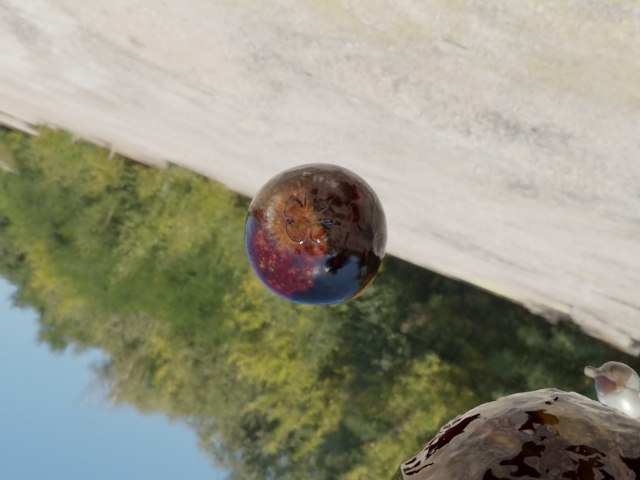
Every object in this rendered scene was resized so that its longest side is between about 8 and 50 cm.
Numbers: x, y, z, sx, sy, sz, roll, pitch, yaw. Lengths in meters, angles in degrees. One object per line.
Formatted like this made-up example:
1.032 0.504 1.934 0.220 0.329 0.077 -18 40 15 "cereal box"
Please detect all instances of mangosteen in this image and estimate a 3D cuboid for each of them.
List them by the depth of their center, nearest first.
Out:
0.007 -0.006 1.003 0.146 0.156 0.181 -28 160 22 "mangosteen"

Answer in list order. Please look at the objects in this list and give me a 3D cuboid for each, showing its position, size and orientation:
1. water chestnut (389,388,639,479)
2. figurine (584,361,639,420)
0.140 0.278 0.599 0.335 0.347 0.335 54 -174 -9 "water chestnut"
0.328 0.176 0.854 0.205 0.103 0.260 16 133 14 "figurine"
